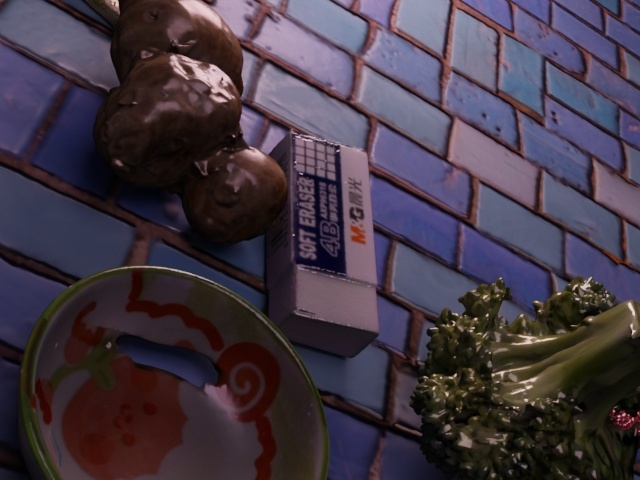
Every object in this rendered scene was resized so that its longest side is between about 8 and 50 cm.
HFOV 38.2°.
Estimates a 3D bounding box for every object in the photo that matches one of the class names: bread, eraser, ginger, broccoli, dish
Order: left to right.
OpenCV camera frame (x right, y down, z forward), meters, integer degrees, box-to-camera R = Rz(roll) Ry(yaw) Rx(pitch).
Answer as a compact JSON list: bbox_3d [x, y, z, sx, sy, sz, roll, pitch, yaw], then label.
[{"bbox_3d":[-0.289,-0.338,1.269,0.154,0.028,0.068,43,43,-4],"label":"bread"},{"bbox_3d":[-0.158,0.190,0.919,0.324,0.124,0.324,24,42,-23],"label":"dish"},{"bbox_3d":[-0.174,-0.178,1.145,0.256,0.176,0.375,20,45,-47],"label":"ginger"},{"bbox_3d":[0.000,0.000,1.189,0.130,0.086,0.287,17,51,-23],"label":"eraser"},{"bbox_3d":[0.281,0.182,1.141,0.338,0.318,0.277,51,16,-51],"label":"broccoli"}]

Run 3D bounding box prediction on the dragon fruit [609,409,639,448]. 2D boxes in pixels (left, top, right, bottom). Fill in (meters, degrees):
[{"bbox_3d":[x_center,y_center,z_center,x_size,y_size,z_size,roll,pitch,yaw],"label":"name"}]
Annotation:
[{"bbox_3d":[0.432,0.249,1.318,0.153,0.153,0.111,-75,151,-41],"label":"dragon fruit"}]
